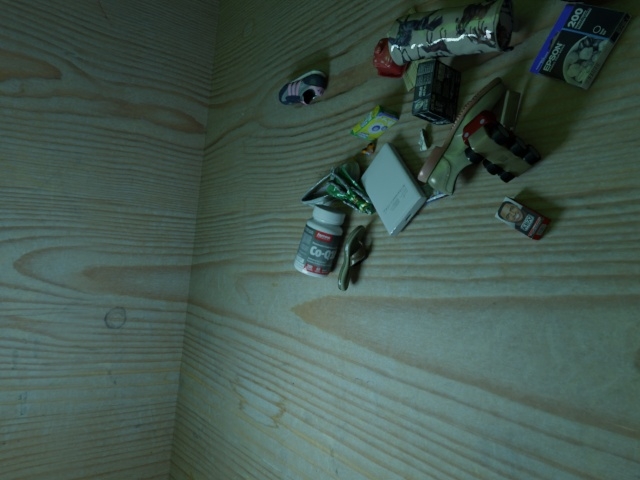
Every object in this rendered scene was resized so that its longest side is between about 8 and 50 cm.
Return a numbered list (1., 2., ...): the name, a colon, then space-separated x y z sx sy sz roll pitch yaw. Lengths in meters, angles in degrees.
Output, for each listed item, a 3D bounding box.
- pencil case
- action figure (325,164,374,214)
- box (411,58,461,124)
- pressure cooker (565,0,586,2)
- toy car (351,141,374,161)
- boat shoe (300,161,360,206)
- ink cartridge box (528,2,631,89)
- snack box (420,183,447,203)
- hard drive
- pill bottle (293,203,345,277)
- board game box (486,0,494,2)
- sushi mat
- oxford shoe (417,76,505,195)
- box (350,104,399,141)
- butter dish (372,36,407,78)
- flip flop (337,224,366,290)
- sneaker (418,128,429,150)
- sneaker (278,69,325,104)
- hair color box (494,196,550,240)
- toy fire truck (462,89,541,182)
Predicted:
1. pencil case: 0.418 -0.672 1.575 0.410 0.184 0.159 9 95 40
2. action figure: 0.129 -0.183 1.956 0.232 0.063 0.137 42 124 17
3. box: 0.398 -0.503 1.657 0.078 0.147 0.180 7 90 51
4. pressure cooker: 0.632 -0.851 1.188 0.370 0.421 0.375 -47 49 25
5. toy car: 0.184 -0.362 2.003 0.040 0.060 0.122 48 156 -8
6. boat shoe: 0.045 -0.235 2.084 0.320 0.103 0.118 -31 61 43
7. ink cartridge box: 0.711 -0.552 1.359 0.208 0.045 0.206 46 119 47
8. snack box: 0.384 -0.168 1.717 0.178 0.022 0.064 -19 67 48
9. hard drive: 0.267 -0.196 1.828 0.203 0.040 0.307 -55 42 36
10. pill bottle: 0.000 0.000 2.054 0.161 0.161 0.283 32 109 49
11. board game box: 0.482 -0.853 1.534 0.042 0.243 0.165 -36 58 41
12. sushi mat: 0.349 -0.737 1.861 0.151 0.019 0.316 -38 56 43
13. oxford shoe: 0.485 -0.329 1.567 0.147 0.140 0.397 38 112 14
14. box: 0.210 -0.454 1.916 0.179 0.105 0.043 -34 58 44
15. butter dish: 0.258 -0.719 1.862 0.160 0.118 0.159 32 111 50
16. flip flop: 0.138 0.074 1.929 0.080 0.112 0.276 17 96 25
17. sneaker: 0.370 -0.366 1.760 0.037 0.032 0.083 -22 66 47
18. sneaker: -0.099 -0.704 2.337 0.319 0.112 0.131 -16 69 50
19. hair color box: 0.593 -0.066 1.423 0.141 0.043 0.072 45 119 46
20. toy fire truck: 0.529 -0.332 1.430 0.158 0.217 0.246 -43 38 39
